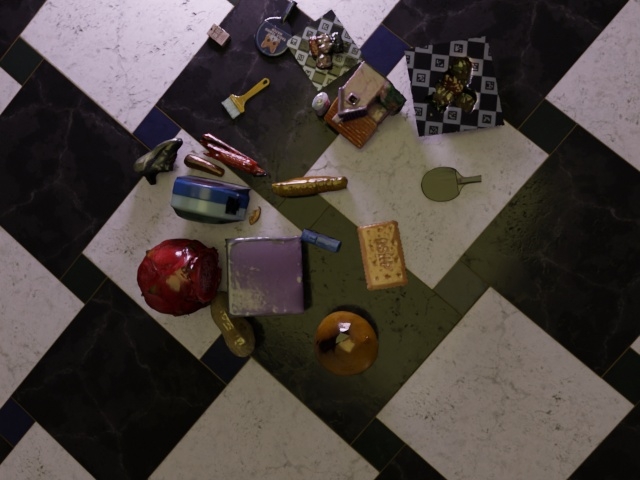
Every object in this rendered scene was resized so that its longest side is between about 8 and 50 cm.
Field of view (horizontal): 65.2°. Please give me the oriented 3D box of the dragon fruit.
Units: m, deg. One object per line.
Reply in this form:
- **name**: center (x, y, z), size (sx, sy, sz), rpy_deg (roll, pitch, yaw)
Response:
- **dragon fruit**: center (-0.515, 0.131, 1.839), size (0.302, 0.296, 0.295), rpy_deg (-1, 89, 40)

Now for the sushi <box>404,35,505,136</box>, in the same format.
- **sushi**: center (0.480, -0.553, 1.844), size (0.320, 0.069, 0.339), rpy_deg (-10, 88, -2)

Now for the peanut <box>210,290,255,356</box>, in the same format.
- **peanut**: center (-0.329, 0.309, 1.894), size (0.111, 0.125, 0.274), rpy_deg (-35, 78, 27)

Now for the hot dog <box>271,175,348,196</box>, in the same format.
- **hot dog**: center (-0.039, -0.204, 1.890), size (0.289, 0.083, 0.068), rpy_deg (-3, 108, 7)

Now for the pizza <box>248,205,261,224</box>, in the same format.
- **pizza**: center (-0.254, -0.096, 1.942), size (0.037, 0.016, 0.083), rpy_deg (29, 96, 5)

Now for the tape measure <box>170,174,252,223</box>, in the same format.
- **tape measure**: center (-0.414, -0.148, 1.851), size (0.259, 0.262, 0.138), rpy_deg (11, 101, 7)

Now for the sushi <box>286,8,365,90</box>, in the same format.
- **sushi**: center (0.016, -0.727, 1.894), size (0.220, 0.047, 0.231), rpy_deg (-34, 89, 4)

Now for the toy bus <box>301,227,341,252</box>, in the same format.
- **toy bus**: center (0.000, 0.000, 1.888), size (0.153, 0.061, 0.051), rpy_deg (21, 97, 5)

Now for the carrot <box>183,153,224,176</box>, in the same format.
- **carrot**: center (-0.454, -0.291, 1.951), size (0.162, 0.055, 0.055), rpy_deg (21, 92, 4)

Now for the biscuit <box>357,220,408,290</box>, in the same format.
- **biscuit**: center (0.232, 0.057, 1.874), size (0.160, 0.030, 0.249), rpy_deg (-9, 88, 6)

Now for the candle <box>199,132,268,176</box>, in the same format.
- **candle**: center (-0.334, -0.322, 1.934), size (0.302, 0.059, 0.084), rpy_deg (26, 102, 6)

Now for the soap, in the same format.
- **soap**: center (-0.206, 0.133, 1.838), size (0.286, 0.107, 0.296), rpy_deg (0, 81, -12)

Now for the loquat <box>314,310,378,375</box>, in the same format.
- **loquat**: center (0.090, 0.370, 1.790), size (0.235, 0.235, 0.235), rpy_deg (0, 89, 7)

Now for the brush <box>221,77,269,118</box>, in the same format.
- **brush**: center (-0.283, -0.566, 1.955), size (0.205, 0.011, 0.083), rpy_deg (-36, 85, 4)

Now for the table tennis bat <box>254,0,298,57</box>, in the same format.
- **table tennis bat**: center (-0.161, -0.821, 1.939), size (0.150, 0.027, 0.236), rpy_deg (32, 95, 5)

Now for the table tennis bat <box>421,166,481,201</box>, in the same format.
- **table tennis bat**: center (0.484, -0.213, 1.855), size (0.221, 0.019, 0.130), rpy_deg (-7, 90, 8)

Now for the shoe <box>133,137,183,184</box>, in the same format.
- **shoe**: center (-0.615, -0.307, 1.954), size (0.228, 0.099, 0.112), rpy_deg (-30, 93, 9)

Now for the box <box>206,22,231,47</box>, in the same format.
- **box**: center (-0.399, -0.805, 1.965), size (0.083, 0.024, 0.053), rpy_deg (38, 94, 4)

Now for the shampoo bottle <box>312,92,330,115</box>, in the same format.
- **shampoo bottle**: center (0.002, -0.513, 1.875), size (0.043, 0.099, 0.072), rpy_deg (37, 93, 6)

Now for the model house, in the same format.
- **model house**: center (0.154, -0.471, 1.796), size (0.202, 0.237, 0.237), rpy_deg (42, 98, -1)
